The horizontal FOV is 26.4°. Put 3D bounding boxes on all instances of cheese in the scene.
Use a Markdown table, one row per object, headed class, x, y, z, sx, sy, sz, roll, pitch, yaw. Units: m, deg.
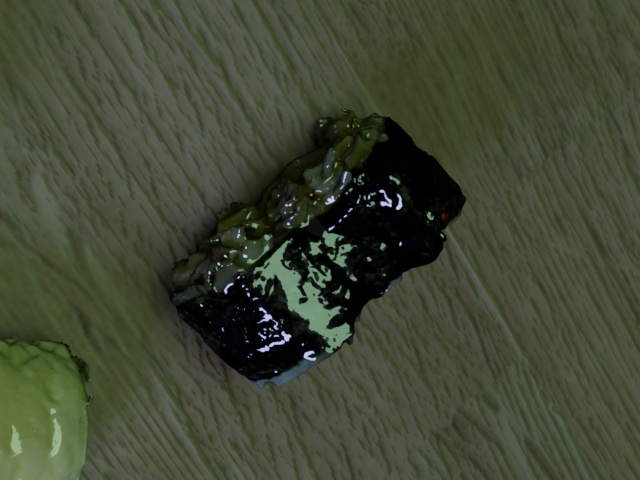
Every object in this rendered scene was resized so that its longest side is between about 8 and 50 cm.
| class | x | y | z | sx | sy | sz | roll | pitch | yaw |
| --- | --- | --- | --- | --- | --- | --- | --- | --- | --- |
| cheese | -0.236 | 0.118 | 0.855 | 0.167 | 0.094 | 0.123 | 4 | 87 | -36 |

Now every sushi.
| class | x | y | z | sx | sy | sz | roll | pitch | yaw |
| --- | --- | --- | --- | --- | --- | --- | --- | --- | --- |
| sushi | 0.000 | 0.000 | 0.954 | 0.212 | 0.147 | 0.115 | -42 | 108 | -16 |
